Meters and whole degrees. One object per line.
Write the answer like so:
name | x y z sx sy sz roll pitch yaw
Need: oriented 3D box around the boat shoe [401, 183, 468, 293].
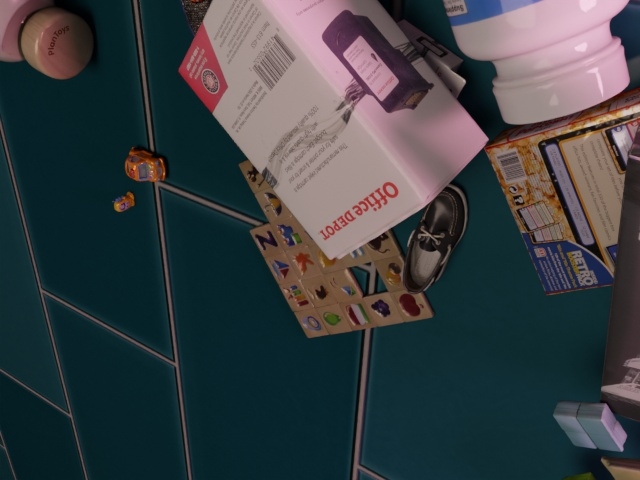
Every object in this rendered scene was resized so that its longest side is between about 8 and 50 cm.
boat shoe | 0.109 0.001 0.693 0.046 0.038 0.125 32 133 18

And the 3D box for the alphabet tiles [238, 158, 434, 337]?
alphabet tiles | 0.000 0.000 0.801 0.198 0.009 0.237 -17 105 44

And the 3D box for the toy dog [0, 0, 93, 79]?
toy dog | -0.389 -0.319 0.772 0.220 0.161 0.333 10 131 39

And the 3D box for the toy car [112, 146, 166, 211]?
toy car | -0.242 -0.068 0.926 0.060 0.040 0.122 37 134 14

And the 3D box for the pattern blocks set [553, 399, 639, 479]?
pattern blocks set | 0.350 0.251 0.614 0.286 0.026 0.324 2 135 43

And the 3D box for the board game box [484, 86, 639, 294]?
board game box | 0.247 -0.041 0.551 0.194 0.045 0.146 -13 108 43

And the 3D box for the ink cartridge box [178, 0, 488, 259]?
ink cartridge box | 0.003 -0.120 0.621 0.237 0.100 0.172 51 149 -2

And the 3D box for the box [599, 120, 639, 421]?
box | 0.319 0.049 0.450 0.243 0.076 0.307 15 147 27

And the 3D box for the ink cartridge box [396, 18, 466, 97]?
ink cartridge box | 0.090 -0.149 0.618 0.083 0.028 0.048 39 135 13

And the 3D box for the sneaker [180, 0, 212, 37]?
sneaker | -0.137 -0.290 0.667 0.083 0.087 0.221 2 118 38

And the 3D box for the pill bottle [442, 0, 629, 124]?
pill bottle | 0.139 -0.200 0.480 0.124 0.124 0.221 -8 112 41
